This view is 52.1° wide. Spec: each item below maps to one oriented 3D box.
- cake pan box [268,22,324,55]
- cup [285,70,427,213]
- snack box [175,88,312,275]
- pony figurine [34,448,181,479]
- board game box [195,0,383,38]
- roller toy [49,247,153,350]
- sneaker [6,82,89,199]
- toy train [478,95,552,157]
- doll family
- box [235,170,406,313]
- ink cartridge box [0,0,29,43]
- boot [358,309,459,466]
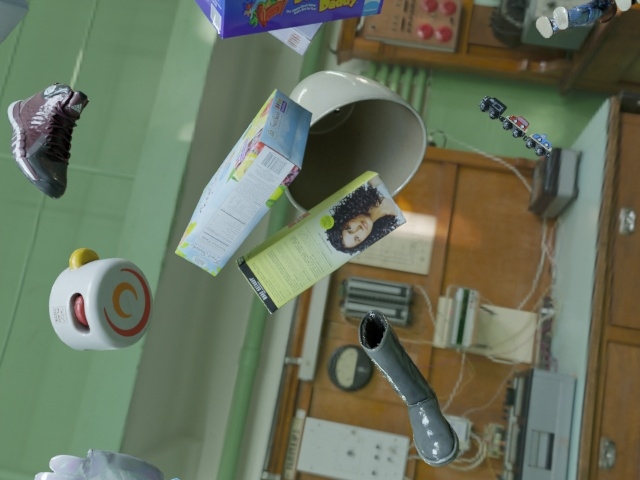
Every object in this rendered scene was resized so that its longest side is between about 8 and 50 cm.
[{"bbox_3d":[-0.086,-0.592,1.502,0.246,0.267,0.070,-63,11,-28],"label":"cake pan box"},{"bbox_3d":[0.041,-0.247,1.473,0.331,0.331,0.237,93,159,-47],"label":"cup"},{"bbox_3d":[-0.101,-0.080,0.885,0.207,0.070,0.174,-50,17,28],"label":"snack box"},{"bbox_3d":[-0.249,0.489,0.947,0.351,0.363,0.303,19,-77,-41],"label":"pony figurine"},{"bbox_3d":[-0.095,-0.420,0.893,0.347,0.233,0.078,56,150,30],"label":"board game box"},{"bbox_3d":[-0.470,0.136,1.396,0.209,0.146,0.191,57,-145,-43],"label":"roller toy"},{"bbox_3d":[-0.524,-0.223,1.303,0.281,0.162,0.106,58,-173,32],"label":"sneaker"},{"bbox_3d":[0.353,-0.205,1.173,0.036,0.158,0.027,-50,-6,9],"label":"toy train"},{"bbox_3d":[0.310,-0.257,0.659,0.111,0.193,0.076,-28,-71,-32],"label":"doll family"},{"bbox_3d":[0.000,0.000,0.921,0.087,0.232,0.058,56,178,-15],"label":"box"},{"bbox_3d":[-0.566,-0.274,0.857,0.239,0.275,0.060,-2,-116,-58],"label":"ink cartridge box"},{"bbox_3d":[0.139,0.233,1.047,0.208,0.076,0.190,63,-178,-30],"label":"boot"}]
